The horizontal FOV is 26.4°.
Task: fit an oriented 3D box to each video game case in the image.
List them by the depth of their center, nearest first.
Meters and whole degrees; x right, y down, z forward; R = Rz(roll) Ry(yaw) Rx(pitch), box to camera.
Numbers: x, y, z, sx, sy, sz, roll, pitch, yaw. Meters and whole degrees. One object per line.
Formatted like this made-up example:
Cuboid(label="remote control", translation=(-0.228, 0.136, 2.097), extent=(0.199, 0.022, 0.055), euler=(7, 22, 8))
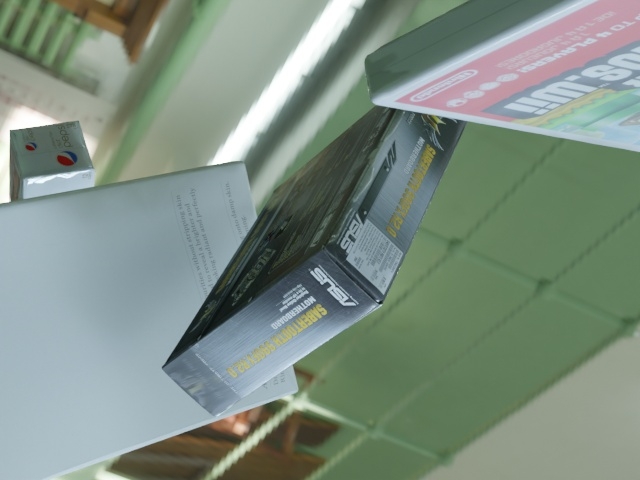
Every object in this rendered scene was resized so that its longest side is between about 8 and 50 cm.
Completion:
Cuboid(label="video game case", translation=(0.189, -0.087, 0.609), extent=(0.204, 0.285, 0.025), euler=(-22, -109, 44))

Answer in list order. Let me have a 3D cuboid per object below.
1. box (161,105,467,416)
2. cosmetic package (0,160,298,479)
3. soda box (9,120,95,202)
Cuboid(label="box", translation=(0.000, 0.000, 0.971), extent=(0.183, 0.056, 0.231), euler=(-38, -165, 38))
Cuboid(label="cosmetic package", translation=(-0.223, 0.074, 1.083), extent=(0.156, 0.385, 0.217), euler=(-13, -91, 49))
Cuboid(label="soda box", translation=(-0.281, -0.024, 1.411), extent=(0.216, 0.074, 0.069), euler=(106, -32, -49))
